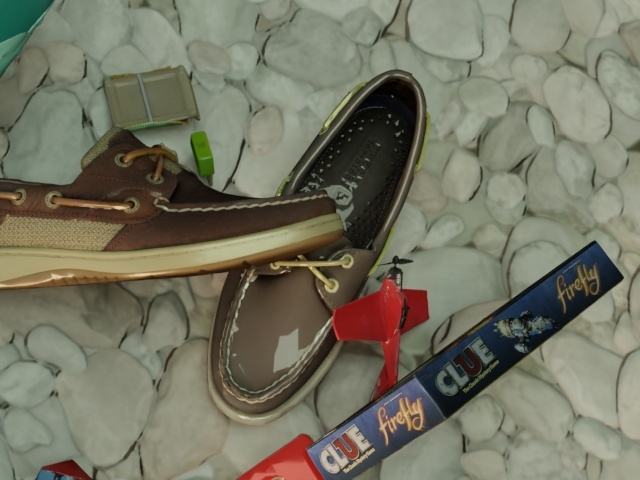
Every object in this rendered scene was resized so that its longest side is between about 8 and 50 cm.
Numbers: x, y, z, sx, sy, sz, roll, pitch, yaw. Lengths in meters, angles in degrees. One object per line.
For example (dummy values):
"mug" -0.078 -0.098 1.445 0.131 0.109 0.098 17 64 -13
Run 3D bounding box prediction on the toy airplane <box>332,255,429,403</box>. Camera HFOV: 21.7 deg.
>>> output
"toy airplane" 0.056 0.087 1.395 0.028 0.151 0.151 12 66 33

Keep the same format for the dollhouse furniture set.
"dollhouse furniture set" -0.134 -0.075 1.427 0.076 0.058 0.151 -12 59 -10

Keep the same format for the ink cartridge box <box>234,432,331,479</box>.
"ink cartridge box" -0.003 0.286 1.329 0.134 0.078 0.231 -33 85 -21

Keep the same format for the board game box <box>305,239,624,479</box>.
"board game box" 0.116 0.098 1.328 0.243 0.165 0.042 -32 83 -41

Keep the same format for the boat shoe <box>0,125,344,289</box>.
"boat shoe" -0.154 -0.029 1.307 0.342 0.123 0.123 -5 89 11

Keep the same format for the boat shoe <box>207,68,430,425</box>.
"boat shoe" 0.000 0.000 1.394 0.117 0.096 0.324 28 70 4

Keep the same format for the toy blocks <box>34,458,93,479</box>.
"toy blocks" -0.329 0.239 1.226 0.381 0.191 0.261 18 59 -10

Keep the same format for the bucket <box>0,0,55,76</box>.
"bucket" -0.352 -0.196 1.279 0.281 0.183 0.281 18 50 -23
